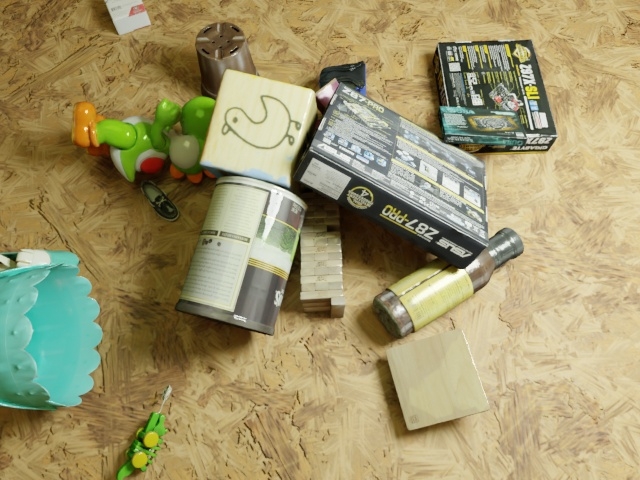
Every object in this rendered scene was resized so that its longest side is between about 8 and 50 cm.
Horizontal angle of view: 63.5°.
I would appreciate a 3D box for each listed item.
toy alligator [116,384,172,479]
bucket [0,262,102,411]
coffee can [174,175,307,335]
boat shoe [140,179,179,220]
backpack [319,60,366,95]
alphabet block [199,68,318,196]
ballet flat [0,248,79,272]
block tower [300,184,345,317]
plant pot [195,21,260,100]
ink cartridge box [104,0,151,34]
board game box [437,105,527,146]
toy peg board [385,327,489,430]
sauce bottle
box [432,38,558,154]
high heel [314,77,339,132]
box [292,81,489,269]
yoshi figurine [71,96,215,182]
[{"bbox_3d":[-0.326,0.380,1.009,0.051,0.056,0.190,40,63,-27],"label":"toy alligator"},{"bbox_3d":[-0.565,0.187,0.990,0.183,0.281,0.281,-8,65,0],"label":"bucket"},{"bbox_3d":[-0.156,0.035,1.053,0.201,0.201,0.276,13,78,7],"label":"coffee can"},{"bbox_3d":[-0.386,-0.097,1.237,0.046,0.038,0.125,-37,70,-15],"label":"boat shoe"},{"bbox_3d":[0.058,-0.393,1.335,0.120,0.101,0.098,-1,57,6],"label":"backpack"},{"bbox_3d":[-0.121,-0.214,1.085,0.192,0.193,0.197,14,87,1],"label":"alphabet block"},{"bbox_3d":[-0.671,0.059,1.142,0.247,0.087,0.083,-7,65,-3],"label":"ballet flat"},{"bbox_3d":[0.000,0.000,1.158,0.097,0.091,0.336,-4,64,0],"label":"block tower"},{"bbox_3d":[-0.245,-0.454,1.334,0.166,0.165,0.167,-1,65,1],"label":"plant pot"},{"bbox_3d":[-0.564,-0.675,1.501,0.099,0.056,0.135,-23,67,-10],"label":"ink cartridge box"},{"bbox_3d":[0.373,-0.267,1.207,0.186,0.026,0.126,4,44,2],"label":"board game box"},{"bbox_3d":[0.234,0.282,1.042,0.160,0.079,0.161,-19,64,9],"label":"toy peg board"},{"bbox_3d":[0.281,0.083,1.104,0.344,0.111,0.111,-28,68,-11],"label":"sauce bottle"},{"bbox_3d":[0.439,-0.374,1.335,0.257,0.079,0.322,-2,65,-2],"label":"box"},{"bbox_3d":[-0.050,-0.213,1.263,0.377,0.127,0.181,-38,105,1],"label":"high heel"},{"bbox_3d":[0.166,-0.150,1.097,0.394,0.097,0.318,27,42,-8],"label":"box"},{"bbox_3d":[-0.377,-0.270,1.230,0.362,0.203,0.204,7,46,-7],"label":"yoshi figurine"}]
